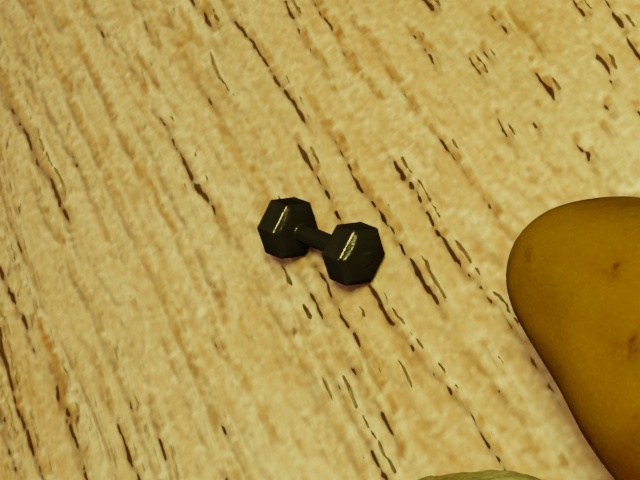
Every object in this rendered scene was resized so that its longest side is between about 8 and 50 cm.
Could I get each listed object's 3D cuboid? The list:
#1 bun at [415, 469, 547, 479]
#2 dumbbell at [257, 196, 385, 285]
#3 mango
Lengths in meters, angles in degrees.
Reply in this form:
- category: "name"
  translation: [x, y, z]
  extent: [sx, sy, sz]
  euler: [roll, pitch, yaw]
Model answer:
- category: "bun"
  translation: [0.065, 0.186, 0.701]
  extent: [0.188, 0.111, 0.164]
  euler: [8, 77, 37]
- category: "dumbbell"
  translation: [0.000, 0.000, 0.897]
  extent: [0.083, 0.036, 0.040]
  euler: [21, 81, 43]
- category: "mango"
  translation: [0.174, 0.057, 0.678]
  extent: [0.253, 0.113, 0.138]
  euler: [34, 90, 45]
